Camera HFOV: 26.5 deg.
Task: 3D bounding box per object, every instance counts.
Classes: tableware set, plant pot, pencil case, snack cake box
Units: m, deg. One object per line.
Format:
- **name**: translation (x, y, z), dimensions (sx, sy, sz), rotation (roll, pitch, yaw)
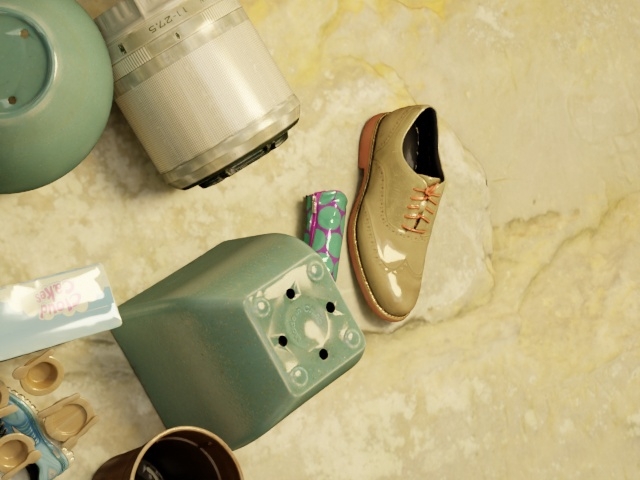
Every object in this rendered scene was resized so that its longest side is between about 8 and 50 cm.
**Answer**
- **tableware set**: translation (-0.359, 0.210, 1.669), dimensions (0.141, 0.020, 0.168), rotation (-31, 124, -11)
- **plant pot**: translation (-0.211, 0.330, 1.755), dimensions (0.167, 0.165, 0.167), rotation (10, 73, -34)
- **pencil case**: translation (0.000, 0.000, 2.054), dimensions (0.070, 0.064, 0.151), rotation (28, 62, -45)
- **plant pot**: translation (-0.088, 0.131, 1.841), dimensions (0.247, 0.252, 0.247), rotation (-33, 98, -36)
- **snack cake box**: translation (-0.402, 0.107, 1.682), dimensions (0.264, 0.152, 0.089), rotation (-15, 87, -38)
- **plant pot**: translation (-0.395, -0.206, 1.675), dimensions (0.290, 0.195, 0.290), rotation (0, 89, -12)

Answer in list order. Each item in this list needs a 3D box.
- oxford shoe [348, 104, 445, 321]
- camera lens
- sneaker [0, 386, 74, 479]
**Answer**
- **oxford shoe**: translation (0.127, -0.050, 2.116), dimensions (0.123, 0.130, 0.348), rotation (9, 73, -34)
- **camera lens**: translation (-0.175, -0.224, 1.888), dimensions (0.219, 0.219, 0.274), rotation (-37, 100, -36)
- **sneaker**: translation (-0.384, 0.246, 1.717), dimensions (0.162, 0.063, 0.073), rotation (50, 59, -14)
